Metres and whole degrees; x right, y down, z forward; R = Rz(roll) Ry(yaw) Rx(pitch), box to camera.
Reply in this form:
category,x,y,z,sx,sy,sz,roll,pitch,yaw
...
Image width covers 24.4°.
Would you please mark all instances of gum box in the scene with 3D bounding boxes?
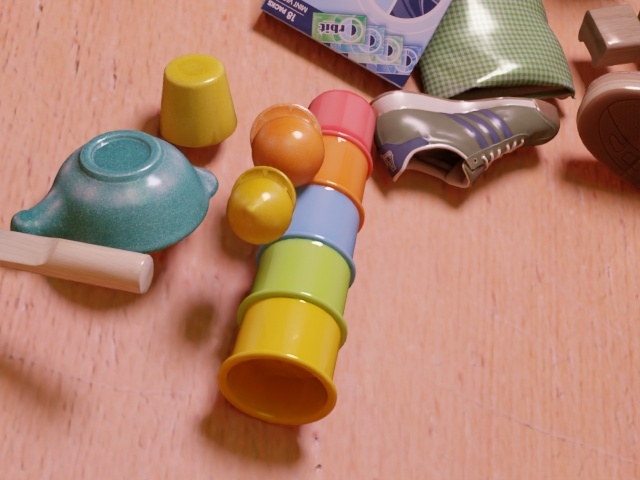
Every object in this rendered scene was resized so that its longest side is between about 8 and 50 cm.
category,x,y,z,sx,sy,sz,roll,pitch,yaw
gum box,0.055,-0.261,1.400,0.157,0.184,0.041,30,9,0

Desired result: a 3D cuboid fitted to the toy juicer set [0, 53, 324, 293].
category,x,y,z,sx,sy,sz,roll,pitch,yaw
toy juicer set,-0.129,-0.022,1.182,0.209,0.089,0.329,25,45,28

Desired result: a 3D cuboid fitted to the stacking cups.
category,x,y,z,sx,sy,sz,roll,pitch,yaw
stacking cups,0.000,0.000,1.236,0.096,0.096,0.316,22,50,-6

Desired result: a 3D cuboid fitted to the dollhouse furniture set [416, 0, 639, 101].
category,x,y,z,sx,sy,sz,roll,pitch,yaw
dollhouse furniture set,0.229,-0.258,1.447,0.301,0.151,0.197,-10,60,-17

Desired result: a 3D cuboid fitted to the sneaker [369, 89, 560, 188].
category,x,y,z,sx,sy,sz,roll,pitch,yaw
sneaker,0.137,-0.085,1.375,0.192,0.064,0.086,2,63,-20

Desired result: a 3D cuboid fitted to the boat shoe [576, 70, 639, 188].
category,x,y,z,sx,sy,sz,roll,pitch,yaw
boat shoe,0.391,-0.112,1.463,0.341,0.121,0.110,13,47,-26
